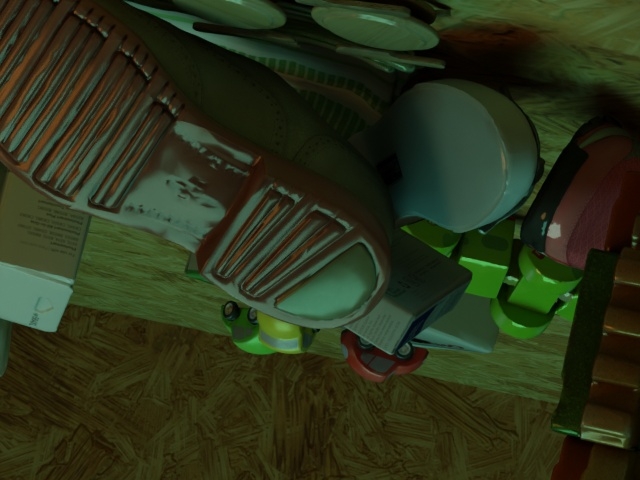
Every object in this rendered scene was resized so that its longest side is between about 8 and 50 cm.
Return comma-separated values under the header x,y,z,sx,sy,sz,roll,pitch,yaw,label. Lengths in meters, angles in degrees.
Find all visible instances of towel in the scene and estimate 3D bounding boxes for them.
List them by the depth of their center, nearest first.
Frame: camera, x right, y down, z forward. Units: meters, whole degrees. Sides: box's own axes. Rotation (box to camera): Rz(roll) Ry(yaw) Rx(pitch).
x,y,z,sx,sy,sz,roll,pitch,yaw,label
-0.050,-0.132,1.467,0.248,0.038,0.325,14,171,1,towel

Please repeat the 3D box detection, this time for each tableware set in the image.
x,y,z,sx,sy,sz,roll,pitch,yaw,label
-0.012,-0.162,1.232,0.194,0.039,0.128,10,172,17,tableware set

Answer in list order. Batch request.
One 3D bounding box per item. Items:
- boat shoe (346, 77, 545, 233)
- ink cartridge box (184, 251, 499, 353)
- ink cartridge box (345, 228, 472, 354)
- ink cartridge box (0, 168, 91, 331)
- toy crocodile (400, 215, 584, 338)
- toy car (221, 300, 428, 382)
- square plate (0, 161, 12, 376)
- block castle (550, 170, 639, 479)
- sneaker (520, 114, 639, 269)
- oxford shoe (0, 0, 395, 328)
x,y,z,sx,sy,sz,roll,pitch,yaw,label
0.109,-0.059,1.379,0.105,0.113,0.306,-15,175,-18,boat shoe
0.034,0.027,2.025,0.289,0.121,0.211,20,170,-37,ink cartridge box
0.000,0.000,1.499,0.224,0.045,0.223,33,-165,11,ink cartridge box
-0.253,-0.037,1.723,0.086,0.203,0.148,16,156,-9,ink cartridge box
0.153,0.010,1.856,0.340,0.105,0.115,16,143,-7,toy crocodile
-0.030,0.107,2.054,0.239,0.053,0.225,21,170,-40,toy car
-0.438,-0.048,1.832,0.344,0.049,0.347,27,-152,-17,square plate
0.292,0.086,1.037,0.303,0.453,0.213,11,178,21,block castle
0.270,-0.007,1.434,0.136,0.116,0.314,33,-170,31,sneaker
-0.117,-0.091,1.326,0.397,0.146,0.140,38,121,-13,oxford shoe
